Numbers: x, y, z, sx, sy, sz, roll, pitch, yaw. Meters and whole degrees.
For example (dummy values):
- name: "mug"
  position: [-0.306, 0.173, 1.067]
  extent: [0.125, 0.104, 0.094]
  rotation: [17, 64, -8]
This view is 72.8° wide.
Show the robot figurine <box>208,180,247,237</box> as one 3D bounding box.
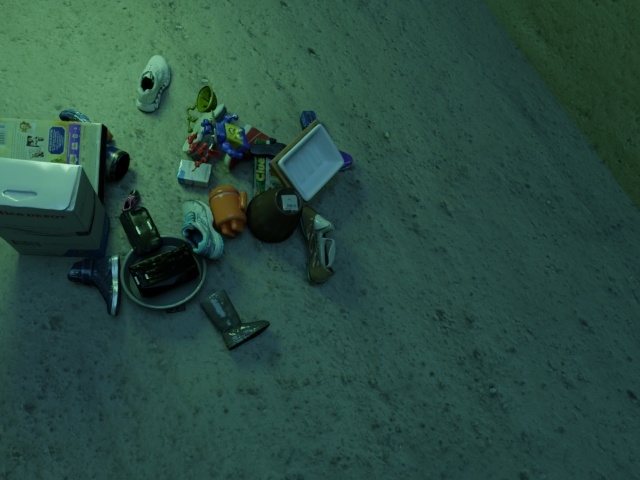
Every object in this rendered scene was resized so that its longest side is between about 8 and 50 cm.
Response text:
- name: "robot figurine"
  position: [-0.363, -0.124, 1.703]
  extent: [0.128, 0.158, 0.219]
  rotation: [-6, 67, -34]

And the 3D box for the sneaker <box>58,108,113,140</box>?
- name: "sneaker"
  position: [-0.950, -0.448, 1.735]
  extent: [0.221, 0.083, 0.087]
  rotation: [27, 70, 2]

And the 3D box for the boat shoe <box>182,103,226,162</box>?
- name: "boat shoe"
  position: [-0.476, -0.460, 1.860]
  extent: [0.099, 0.116, 0.319]
  rotation: [50, 47, -38]

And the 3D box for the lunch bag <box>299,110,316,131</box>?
- name: "lunch bag"
  position: [-0.053, -0.546, 1.996]
  extent: [0.067, 0.065, 0.098]
  rotation: [-10, 69, -17]

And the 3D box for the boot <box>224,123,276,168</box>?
- name: "boot"
  position: [-0.289, -0.374, 1.856]
  extent: [0.176, 0.088, 0.244]
  rotation: [28, 60, -2]

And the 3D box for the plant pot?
- name: "plant pot"
  position: [-0.155, -0.117, 1.667]
  extent: [0.215, 0.230, 0.215]
  rotation: [5, 76, -22]

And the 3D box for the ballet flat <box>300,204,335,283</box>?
- name: "ballet flat"
  position: [0.000, 0.000, 1.728]
  extent: [0.116, 0.124, 0.342]
  rotation: [25, 53, -52]

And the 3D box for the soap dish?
- name: "soap dish"
  position: [-0.059, -0.316, 1.783]
  extent: [0.291, 0.118, 0.229]
  rotation: [-48, 118, -23]

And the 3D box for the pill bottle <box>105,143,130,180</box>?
- name: "pill bottle"
  position: [-0.866, -0.325, 1.675]
  extent: [0.219, 0.123, 0.123]
  rotation: [22, 64, -3]

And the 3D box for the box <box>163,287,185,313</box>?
- name: "box"
  position: [-0.529, 0.218, 1.574]
  extent: [0.067, 0.018, 0.083]
  rotation: [-10, 70, -17]

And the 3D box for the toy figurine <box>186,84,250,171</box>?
- name: "toy figurine"
  position: [-0.388, -0.418, 1.732]
  extent: [0.217, 0.191, 0.362]
  rotation: [15, 48, -40]

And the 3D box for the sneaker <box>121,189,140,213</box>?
- name: "sneaker"
  position: [-0.730, -0.150, 1.668]
  extent: [0.047, 0.057, 0.119]
  rotation: [14, 63, -5]

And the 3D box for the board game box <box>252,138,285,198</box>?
- name: "board game box"
  position: [-0.215, -0.292, 1.824]
  extent: [0.136, 0.030, 0.260]
  rotation: [4, 78, -22]

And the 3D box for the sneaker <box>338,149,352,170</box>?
- name: "sneaker"
  position: [0.034, -0.389, 1.927]
  extent: [0.236, 0.104, 0.095]
  rotation: [16, 63, -7]

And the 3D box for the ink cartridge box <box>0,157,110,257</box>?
- name: "ink cartridge box"
  position: [-0.888, -0.091, 1.415]
  extent: [0.285, 0.395, 0.166]
  rotation: [4, 67, -12]

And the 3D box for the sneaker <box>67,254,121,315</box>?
- name: "sneaker"
  position: [-0.778, 0.160, 1.498]
  extent: [0.163, 0.086, 0.226]
  rotation: [-3, 61, -23]

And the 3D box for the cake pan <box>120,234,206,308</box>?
- name: "cake pan"
  position: [-0.564, 0.117, 1.576]
  extent: [0.293, 0.054, 0.293]
  rotation: [5, 60, -9]

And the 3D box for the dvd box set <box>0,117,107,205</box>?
- name: "dvd box set"
  position: [-1.003, -0.280, 1.572]
  extent: [0.420, 0.062, 0.308]
  rotation: [1, 88, -4]

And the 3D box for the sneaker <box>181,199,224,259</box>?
- name: "sneaker"
  position: [-0.462, -0.056, 1.617]
  extent: [0.122, 0.110, 0.283]
  rotation: [12, 37, -55]

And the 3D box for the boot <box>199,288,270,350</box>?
- name: "boot"
  position: [-0.311, 0.270, 1.583]
  extent: [0.189, 0.076, 0.208]
  rotation: [-24, 68, -24]

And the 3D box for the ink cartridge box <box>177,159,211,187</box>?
- name: "ink cartridge box"
  position: [-0.513, -0.272, 1.775]
  extent: [0.122, 0.052, 0.088]
  rotation: [9, 66, -8]

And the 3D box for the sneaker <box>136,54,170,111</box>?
- name: "sneaker"
  position: [-0.724, -0.702, 1.878]
  extent: [0.110, 0.118, 0.292]
  rotation: [8, 64, -8]

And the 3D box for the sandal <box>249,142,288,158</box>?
- name: "sandal"
  position: [-0.206, -0.371, 1.811]
  extent: [0.179, 0.040, 0.067]
  rotation: [3, 73, -10]

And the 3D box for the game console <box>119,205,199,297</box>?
- name: "game console"
  position: [-0.603, 0.021, 1.569]
  extent: [0.213, 0.044, 0.361]
  rotation: [-24, 68, -25]
